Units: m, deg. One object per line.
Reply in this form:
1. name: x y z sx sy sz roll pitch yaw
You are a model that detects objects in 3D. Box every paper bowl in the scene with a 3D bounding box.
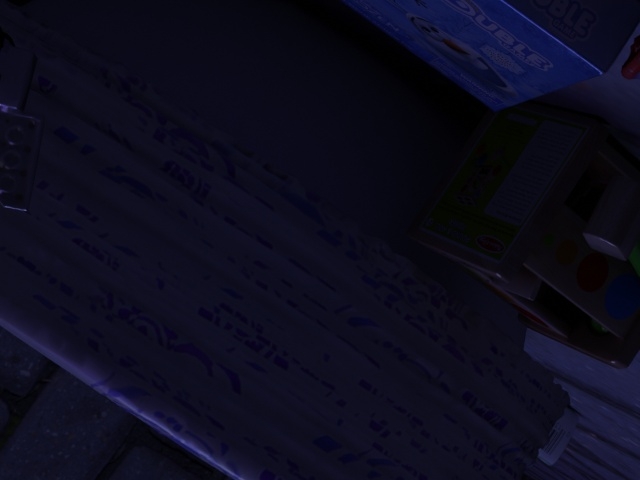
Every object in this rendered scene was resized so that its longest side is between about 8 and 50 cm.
1. paper bowl: -0.032 -0.002 0.600 0.284 0.148 0.284 34 175 3

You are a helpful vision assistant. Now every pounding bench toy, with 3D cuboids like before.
1. pounding bench toy: 0.081 0.002 0.456 0.065 0.052 0.083 36 175 -29

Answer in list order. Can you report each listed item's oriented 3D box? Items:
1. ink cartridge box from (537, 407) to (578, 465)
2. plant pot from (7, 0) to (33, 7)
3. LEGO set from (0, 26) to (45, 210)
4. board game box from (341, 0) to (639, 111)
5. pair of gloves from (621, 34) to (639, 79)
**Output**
1. ink cartridge box: 0.092 0.095 1.343 0.181 0.056 0.225 38 172 -36
2. plant pot: -0.203 -0.099 1.018 0.237 0.109 0.237 33 176 3
3. LEGO set: -0.196 -0.066 0.438 0.244 0.060 0.182 13 179 43
4. board game box: 0.021 -0.066 0.366 0.090 0.020 0.090 35 174 -6
5. pair of gloves: 0.132 0.001 0.282 0.159 0.023 0.198 34 175 -4
